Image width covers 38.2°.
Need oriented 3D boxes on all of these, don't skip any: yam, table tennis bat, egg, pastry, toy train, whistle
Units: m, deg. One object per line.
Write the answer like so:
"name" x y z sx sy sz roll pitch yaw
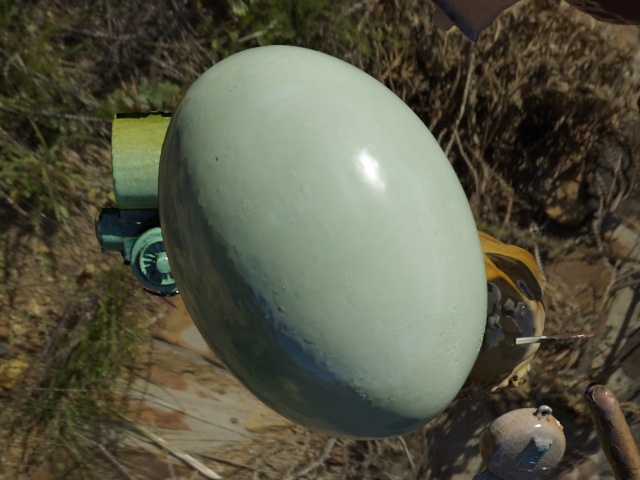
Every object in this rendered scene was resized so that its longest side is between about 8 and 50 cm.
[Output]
"yam" 0.418 0.301 1.270 0.046 0.046 0.264 -28 114 -2
"table tennis bat" 0.243 0.101 0.960 0.083 0.050 0.007 -5 86 -3
"egg" 0.000 0.000 0.628 0.203 0.203 0.282 -30 82 -2
"pastry" 0.163 0.101 1.438 0.410 0.409 0.245 19 105 11
"toy train" -0.074 -0.044 0.921 0.308 0.189 0.126 -1 30 -3
"whistle" 0.240 0.292 1.181 0.107 0.220 0.057 12 34 -21

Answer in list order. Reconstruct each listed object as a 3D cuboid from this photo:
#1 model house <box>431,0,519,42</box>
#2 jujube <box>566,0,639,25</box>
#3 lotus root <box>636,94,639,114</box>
"model house" 0.156 -0.371 1.066 0.237 0.237 0.202 40 69 -10
"jujube" 0.393 -0.423 1.290 0.318 0.223 0.223 8 72 -30
"lotus root" 0.499 -0.203 1.187 0.183 0.090 0.077 -11 50 38
